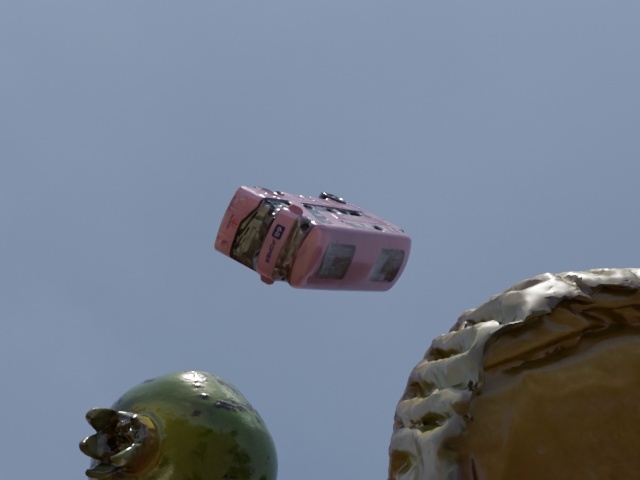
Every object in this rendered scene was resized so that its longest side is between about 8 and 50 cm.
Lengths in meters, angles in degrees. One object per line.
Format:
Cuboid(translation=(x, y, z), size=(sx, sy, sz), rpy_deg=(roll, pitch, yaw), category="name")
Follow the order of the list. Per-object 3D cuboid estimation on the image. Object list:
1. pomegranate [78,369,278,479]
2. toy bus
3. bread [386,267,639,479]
Cuboid(translation=(-0.150, 0.235, 1.450), size=(0.198, 0.246, 0.198), rpy_deg=(1, -85, 13), category="pomegranate")
Cuboid(translation=(0.000, 0.000, 1.132), size=(0.090, 0.203, 0.063), rpy_deg=(28, -79, 27), category="toy bus")
Cuboid(translation=(0.159, 0.126, 0.667), size=(0.253, 0.227, 0.142), rpy_deg=(3, -11, -6), category="bread")
